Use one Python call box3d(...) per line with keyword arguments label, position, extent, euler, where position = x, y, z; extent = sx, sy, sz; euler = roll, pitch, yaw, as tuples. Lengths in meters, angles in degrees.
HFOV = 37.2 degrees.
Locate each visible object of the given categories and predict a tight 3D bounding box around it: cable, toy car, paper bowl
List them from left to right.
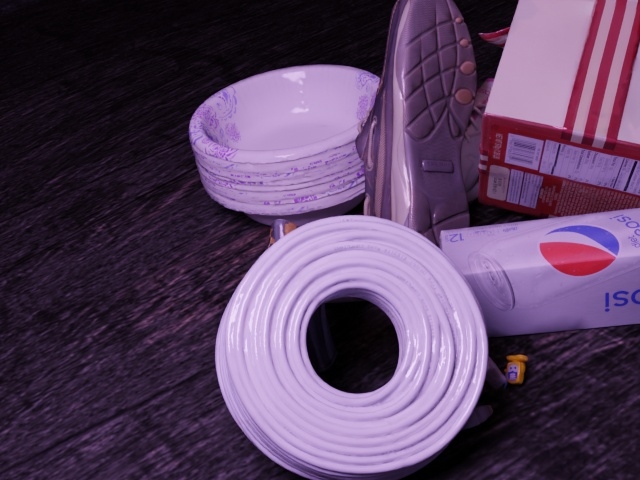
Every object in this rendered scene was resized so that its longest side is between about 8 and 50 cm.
box3d(label="paper bowl", position=(-0.031, -0.126, 1.334), extent=(0.284, 0.148, 0.284), euler=(-9, 33, 6))
box3d(label="cable", position=(0.031, 0.104, 0.908), extent=(0.257, 0.089, 0.257), euler=(-30, 82, -14))
box3d(label="toy car", position=(0.147, 0.132, 0.978), extent=(0.122, 0.060, 0.040), euler=(-3, 65, 25))

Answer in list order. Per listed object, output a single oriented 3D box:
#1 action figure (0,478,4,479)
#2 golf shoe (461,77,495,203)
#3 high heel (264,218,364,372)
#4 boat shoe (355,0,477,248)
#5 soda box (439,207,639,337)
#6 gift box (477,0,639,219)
box3d(label="action figure", position=(-0.202, 0.348, 0.721), extent=(0.330, 0.178, 0.341), euler=(-6, 60, 21))
box3d(label="golf shoe", position=(0.201, -0.141, 1.295), extent=(0.306, 0.140, 0.115), euler=(-34, 40, -27))
box3d(label="high heel", position=(0.000, 0.000, 1.097), extent=(0.093, 0.186, 0.261), euler=(-6, 33, 15))
box3d(label="boat shoe", position=(0.099, -0.130, 1.157), extent=(0.132, 0.355, 0.130), euler=(7, -5, -41))
box3d(label="soda box", position=(0.278, 0.035, 1.042), extent=(0.287, 0.098, 0.091), euler=(-6, 34, 8))
box3d(label="gift box", position=(0.305, -0.184, 1.110), extent=(0.277, 0.255, 0.258), euler=(17, 69, 10))
